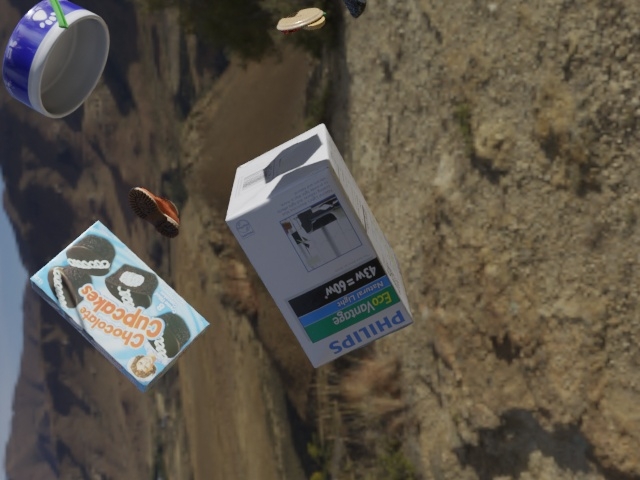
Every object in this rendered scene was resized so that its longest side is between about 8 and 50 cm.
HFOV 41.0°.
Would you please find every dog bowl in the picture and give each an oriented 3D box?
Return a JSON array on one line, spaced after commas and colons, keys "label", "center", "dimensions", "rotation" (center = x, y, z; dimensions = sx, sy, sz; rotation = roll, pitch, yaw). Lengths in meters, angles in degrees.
[{"label": "dog bowl", "center": [-0.616, -0.427, 2.010], "dimensions": [0.265, 0.104, 0.265], "rotation": [-59, -10, -17]}]

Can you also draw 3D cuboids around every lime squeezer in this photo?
[{"label": "lime squeezer", "center": [-0.551, -0.591, 1.749], "dimensions": [0.110, 0.059, 0.310], "rotation": [7, 90, 38]}]

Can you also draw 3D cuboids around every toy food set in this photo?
[{"label": "toy food set", "center": [-0.031, -0.360, 1.407], "dimensions": [0.082, 0.083, 0.020], "rotation": [-87, -20, -60]}]

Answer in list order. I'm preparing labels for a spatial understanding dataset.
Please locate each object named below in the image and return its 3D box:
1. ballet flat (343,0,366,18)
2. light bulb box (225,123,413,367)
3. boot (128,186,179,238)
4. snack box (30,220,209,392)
[{"label": "ballet flat", "center": [0.036, -0.561, 1.891], "dimensions": [0.173, 0.057, 0.049], "rotation": [52, 135, 16]}, {"label": "light bulb box", "center": [0.000, 0.000, 1.763], "dimensions": [0.361, 0.225, 0.358], "rotation": [61, -171, -19]}, {"label": "boot", "center": [-0.392, -0.082, 2.024], "dimensions": [0.158, 0.059, 0.084], "rotation": [49, -154, -34]}, {"label": "snack box", "center": [-0.408, 0.133, 1.749], "dimensions": [0.322, 0.187, 0.060], "rotation": [42, 154, 5]}]
